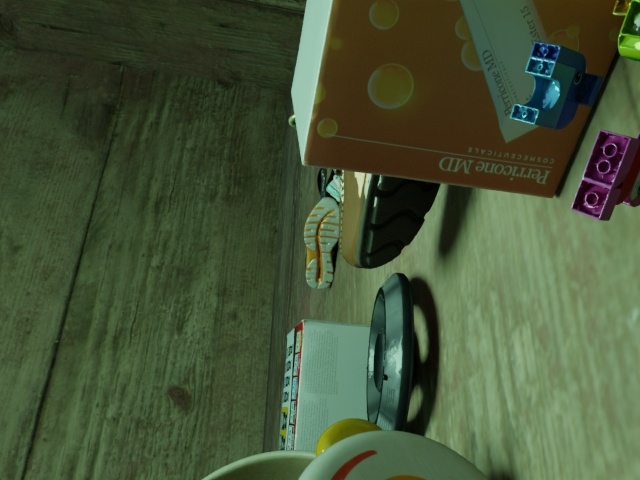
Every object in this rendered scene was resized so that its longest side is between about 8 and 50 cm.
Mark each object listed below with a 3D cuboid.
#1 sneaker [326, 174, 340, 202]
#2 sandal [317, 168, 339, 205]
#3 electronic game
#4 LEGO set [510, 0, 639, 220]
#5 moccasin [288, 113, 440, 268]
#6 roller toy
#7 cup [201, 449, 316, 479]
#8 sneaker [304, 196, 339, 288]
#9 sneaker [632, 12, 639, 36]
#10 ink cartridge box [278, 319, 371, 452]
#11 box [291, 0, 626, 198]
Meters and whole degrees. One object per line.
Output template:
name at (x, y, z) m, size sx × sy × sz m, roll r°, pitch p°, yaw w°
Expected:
sneaker at (0.057, -0.075, 1.096) m, size 0.212 × 0.094 × 0.080 m, roll -94°, pitch 15°, yaw -49°
sandal at (0.015, -0.113, 1.518) m, size 0.097 × 0.054 × 0.254 m, roll -94°, pitch 14°, yaw -50°
electronic game at (0.093, 0.156, 0.832) m, size 0.229 × 0.048 × 0.229 m, roll -175°, pitch 90°, yaw -89°
LEGO set at (0.190, -0.132, 0.379) m, size 0.087 × 0.093 × 0.227 m, roll 31°, pitch 113°, yaw 46°
moccasin at (0.056, -0.156, 0.712) m, size 0.147 × 0.139 × 0.380 m, roll 15°, pitch 114°, yaw 43°
roller toy at (0.060, 0.259, 0.513) m, size 0.209 × 0.191 × 0.146 m, roll -56°, pitch -17°, yaw -51°
cup at (-0.031, 0.443, 0.704) m, size 0.331 × 0.331 × 0.237 m, roll -95°, pitch -11°, yaw -52°
sneaker at (0.000, 0.000, 1.450) m, size 0.083 × 0.084 × 0.215 m, roll -92°, pitch 11°, yaw -67°
sneaker at (0.215, -0.085, 0.187) m, size 0.118 × 0.107 × 0.279 m, roll -63°, pitch 15°, yaw 8°
ink cartridge box at (0.001, 0.305, 1.044) m, size 0.272 × 0.130 × 0.309 m, roll 122°, pitch 153°, yaw -72°
box at (0.112, -0.230, 0.479) m, size 0.168 × 0.215 × 0.345 m, roll -98°, pitch 17°, yaw -57°
